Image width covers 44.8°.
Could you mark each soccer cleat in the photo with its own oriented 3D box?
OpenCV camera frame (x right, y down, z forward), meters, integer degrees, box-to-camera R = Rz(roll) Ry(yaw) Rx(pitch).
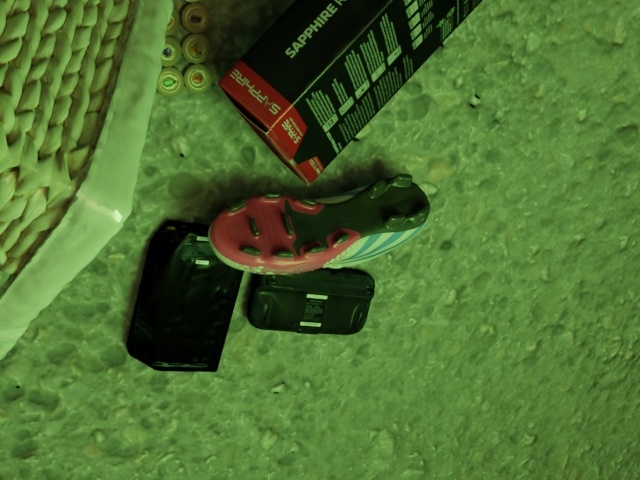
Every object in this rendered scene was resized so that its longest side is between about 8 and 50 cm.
[{"bbox_3d":[0.000,0.000,1.060,0.331,0.116,0.143,-11,154,-27],"label":"soccer cleat"}]

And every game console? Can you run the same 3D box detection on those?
[{"bbox_3d":[-0.085,0.093,1.120,0.361,0.044,0.213,8,110,-28],"label":"game console"}]

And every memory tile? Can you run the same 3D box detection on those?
[{"bbox_3d":[-0.186,-0.246,0.933,0.113,0.012,0.148,-11,116,-22],"label":"memory tile"}]

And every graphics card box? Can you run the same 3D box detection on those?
[{"bbox_3d":[0.060,-0.252,0.934,0.371,0.094,0.233,-46,164,0],"label":"graphics card box"}]

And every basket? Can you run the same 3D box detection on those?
[{"bbox_3d":[-0.335,-0.097,0.680,0.266,0.331,0.328,29,129,-30],"label":"basket"}]
